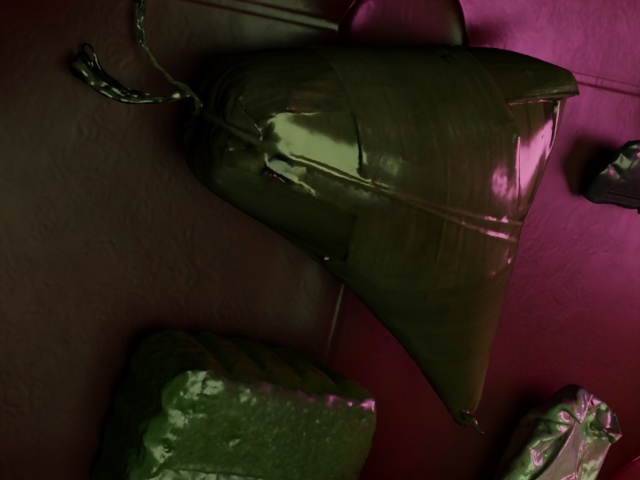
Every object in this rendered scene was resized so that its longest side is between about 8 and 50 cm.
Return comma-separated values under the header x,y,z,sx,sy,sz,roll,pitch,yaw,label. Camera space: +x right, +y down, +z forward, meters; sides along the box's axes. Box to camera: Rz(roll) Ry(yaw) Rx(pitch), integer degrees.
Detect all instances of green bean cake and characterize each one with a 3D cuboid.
x,y,z,sx,sy,sz,roll,pitch,yaw,label
-0.079,0.206,1.234,0.248,0.125,0.222,11,102,-31,green bean cake

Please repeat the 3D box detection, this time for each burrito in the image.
x,y,z,sx,sy,sz,roll,pitch,yaw,label
0.245,0.267,1.468,0.144,0.089,0.229,27,92,-48,burrito

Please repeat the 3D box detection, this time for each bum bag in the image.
x,y,z,sx,sy,sz,roll,pitch,yaw,label
0.375,-0.069,1.456,0.197,0.049,0.087,7,127,-33,bum bag

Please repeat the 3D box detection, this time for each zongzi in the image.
x,y,z,sx,sy,sz,roll,pitch,yaw,label
0.000,0.000,1.183,0.447,0.181,0.418,-2,108,-28,zongzi
